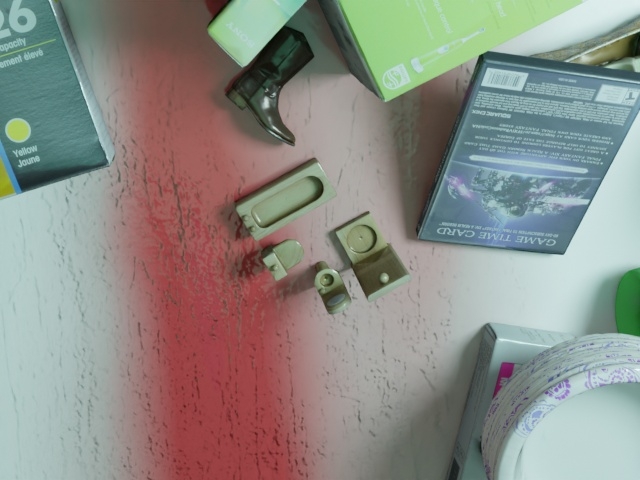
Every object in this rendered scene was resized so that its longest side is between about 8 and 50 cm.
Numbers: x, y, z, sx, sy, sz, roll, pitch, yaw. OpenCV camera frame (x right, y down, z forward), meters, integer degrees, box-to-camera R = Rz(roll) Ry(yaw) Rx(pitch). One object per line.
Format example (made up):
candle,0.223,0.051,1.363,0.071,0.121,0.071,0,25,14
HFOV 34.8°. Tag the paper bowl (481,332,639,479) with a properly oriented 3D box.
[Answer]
paper bowl,0.338,0.245,1.250,0.284,0.148,0.284,-2,113,-4

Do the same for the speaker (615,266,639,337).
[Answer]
speaker,0.539,0.091,1.308,0.297,0.131,0.131,0,108,-8

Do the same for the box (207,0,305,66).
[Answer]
box,0.010,-0.321,1.043,0.058,0.232,0.322,40,98,-13

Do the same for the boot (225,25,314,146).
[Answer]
boot,-0.038,-0.181,1.189,0.106,0.037,0.114,39,94,-20

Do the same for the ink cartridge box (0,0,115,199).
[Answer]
ink cartridge box,-0.420,-0.183,1.117,0.304,0.072,0.307,-18,111,-1

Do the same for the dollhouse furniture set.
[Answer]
dollhouse furniture set,0.000,0.000,1.204,0.144,0.123,0.151,-29,109,2

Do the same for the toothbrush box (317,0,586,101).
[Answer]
toothbrush box,0.150,-0.276,1.092,0.283,0.206,0.122,-25,109,2

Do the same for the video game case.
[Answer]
video game case,0.241,-0.092,1.196,0.196,0.026,0.274,6,135,-10

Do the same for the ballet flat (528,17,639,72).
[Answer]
ballet flat,0.372,-0.201,1.200,0.316,0.106,0.107,-21,110,-1

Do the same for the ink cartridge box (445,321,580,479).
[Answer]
ink cartridge box,0.308,0.259,1.367,0.239,0.060,0.275,8,107,-9
